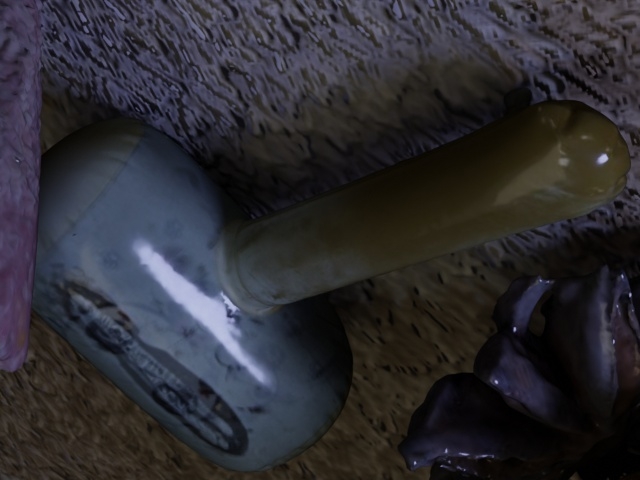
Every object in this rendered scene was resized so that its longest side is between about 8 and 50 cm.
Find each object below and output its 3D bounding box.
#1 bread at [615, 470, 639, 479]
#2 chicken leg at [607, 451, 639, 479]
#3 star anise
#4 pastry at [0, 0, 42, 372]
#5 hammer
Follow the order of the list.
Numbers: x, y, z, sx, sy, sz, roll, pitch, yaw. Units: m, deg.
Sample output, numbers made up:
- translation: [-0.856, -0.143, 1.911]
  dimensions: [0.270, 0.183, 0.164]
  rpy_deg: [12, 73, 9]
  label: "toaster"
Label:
- translation: [0.228, 0.195, 0.438]
  dimensions: [0.324, 0.278, 0.167]
  rpy_deg: [-15, 166, 23]
  label: "bread"
- translation: [0.196, 0.165, 0.658]
  dimensions: [0.089, 0.048, 0.219]
  rpy_deg: [-14, 126, 36]
  label: "chicken leg"
- translation: [0.115, 0.075, 0.545]
  dimensions: [0.195, 0.065, 0.182]
  rpy_deg: [-41, 141, 11]
  label: "star anise"
- translation: [-0.172, -0.054, 0.517]
  dimensions: [0.112, 0.265, 0.103]
  rpy_deg: [-5, 152, -27]
  label: "pastry"
- translation: [0.000, 0.000, 0.546]
  dimensions: [0.305, 0.113, 0.202]
  rpy_deg: [-23, 124, 38]
  label: "hammer"
